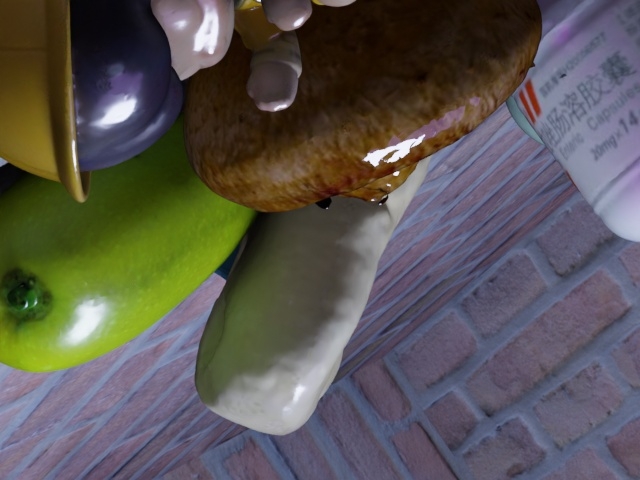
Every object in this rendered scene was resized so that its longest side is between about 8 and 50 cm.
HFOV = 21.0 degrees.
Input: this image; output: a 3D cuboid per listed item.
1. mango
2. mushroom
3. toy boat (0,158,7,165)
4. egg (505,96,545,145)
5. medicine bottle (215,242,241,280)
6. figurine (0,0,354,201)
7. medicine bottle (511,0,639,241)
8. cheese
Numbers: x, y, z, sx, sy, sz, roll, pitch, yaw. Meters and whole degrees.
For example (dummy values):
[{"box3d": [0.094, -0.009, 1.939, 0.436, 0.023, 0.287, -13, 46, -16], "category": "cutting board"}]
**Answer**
[{"box3d": [-0.157, -0.010, 1.397, 0.192, 0.156, 0.343, -30, -177, 42], "category": "mango"}, {"box3d": [0.015, -0.125, 1.286, 0.263, 0.195, 0.283, -53, -172, -38], "category": "mushroom"}, {"box3d": [-0.262, -0.046, 1.163, 0.282, 0.096, 0.206, -37, 159, -42], "category": "toy boat"}, {"box3d": [0.296, -0.181, 1.969, 0.168, 0.168, 0.231, -40, 163, 28], "category": "egg"}, {"box3d": [-0.041, -0.055, 1.725, 0.258, 0.124, 0.079, -47, 170, 2], "category": "medicine bottle"}, {"box3d": [-0.096, -0.139, 0.975, 0.257, 0.167, 0.192, -29, 145, -17], "category": "figurine"}, {"box3d": [0.255, -0.189, 1.387, 0.256, 0.324, 0.256, -34, 171, -6], "category": "medicine bottle"}, {"box3d": [0.000, 0.000, 1.501, 0.328, 0.130, 0.351, -72, -175, -68], "category": "cheese"}]
